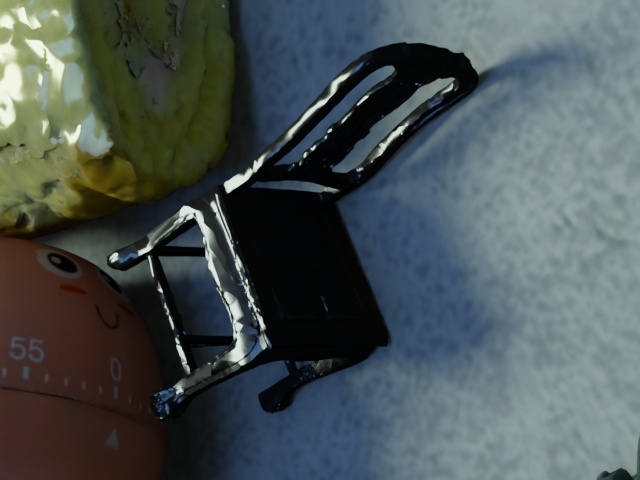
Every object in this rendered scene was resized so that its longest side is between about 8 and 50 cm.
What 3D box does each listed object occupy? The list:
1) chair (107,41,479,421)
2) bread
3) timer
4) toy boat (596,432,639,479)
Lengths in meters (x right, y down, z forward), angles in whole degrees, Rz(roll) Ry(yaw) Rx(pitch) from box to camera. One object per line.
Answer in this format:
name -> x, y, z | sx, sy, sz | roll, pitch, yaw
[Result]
chair -> 0.000, 0.000, 1.019 | 0.229, 0.106, 0.113 | -34, 68, 34
bread -> -0.235, -0.101, 1.171 | 0.375, 0.165, 0.236 | -12, 78, 38
timer -> -0.206, 0.107, 1.102 | 0.229, 0.229, 0.215 | -21, 65, 37
toy boat -> 0.151, 0.132, 0.915 | 0.260, 0.078, 0.085 | -39, 84, 30
